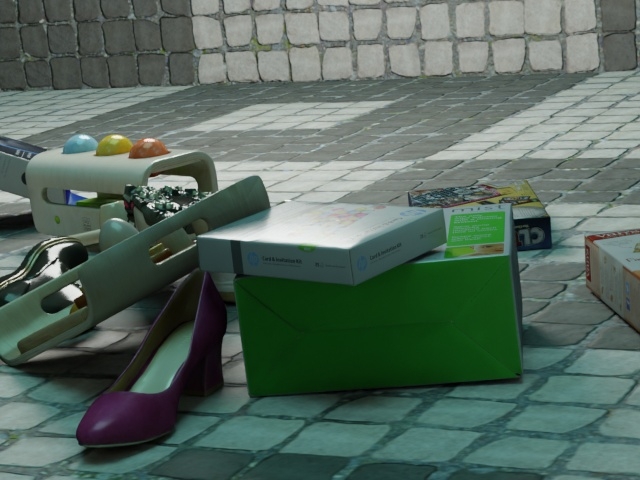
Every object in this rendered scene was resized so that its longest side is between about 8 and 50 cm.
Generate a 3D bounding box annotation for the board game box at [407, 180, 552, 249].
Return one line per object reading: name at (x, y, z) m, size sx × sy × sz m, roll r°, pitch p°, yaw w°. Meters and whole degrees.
board game box at (0.200, -0.029, 2.216) m, size 0.165 × 0.042 × 0.243 m, roll -5°, pitch 12°, yaw 2°

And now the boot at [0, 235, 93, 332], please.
boot at (-0.286, 0.059, 1.980) m, size 0.137 × 0.077 × 0.198 m, roll 5°, pitch 29°, yaw 24°

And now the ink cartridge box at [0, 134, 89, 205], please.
ink cartridge box at (-0.486, -0.119, 2.584) m, size 0.333 × 0.065 × 0.165 m, roll 18°, pitch 8°, yaw -10°

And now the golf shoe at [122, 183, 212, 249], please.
golf shoe at (-0.175, -0.004, 2.022) m, size 0.105 × 0.120 × 0.273 m, roll 3°, pitch 3°, yaw -11°

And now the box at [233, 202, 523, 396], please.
box at (0.065, 0.056, 1.692) m, size 0.262 × 0.126 × 0.231 m, roll -5°, pitch 14°, yaw 9°

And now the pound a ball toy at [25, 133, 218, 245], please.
pound a ball toy at (-0.286, -0.067, 2.300) m, size 0.208 × 0.135 × 0.319 m, roll -17°, pitch 15°, yaw -40°

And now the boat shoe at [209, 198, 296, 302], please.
boat shoe at (-0.027, -0.002, 2.060) m, size 0.098 × 0.096 × 0.277 m, roll 6°, pitch 17°, yaw 40°

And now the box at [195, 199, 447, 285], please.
box at (0.000, 0.000, 1.604) m, size 0.186 × 0.038 × 0.145 m, roll 6°, pitch 19°, yaw 39°

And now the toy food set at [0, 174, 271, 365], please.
toy food set at (-0.209, 0.022, 1.757) m, size 0.220 × 0.092 × 0.306 m, roll -29°, pitch 2°, yaw -32°

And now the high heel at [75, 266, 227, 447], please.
high heel at (-0.152, 0.106, 1.562) m, size 0.082 × 0.117 × 0.244 m, roll 2°, pitch 14°, yaw 29°

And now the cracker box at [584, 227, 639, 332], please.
cracker box at (0.377, 0.037, 1.776) m, size 0.156 × 0.067 × 0.232 m, roll -6°, pitch 12°, yaw -6°
